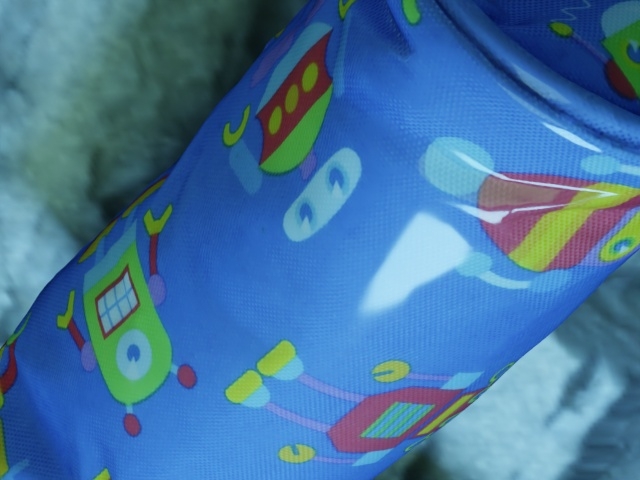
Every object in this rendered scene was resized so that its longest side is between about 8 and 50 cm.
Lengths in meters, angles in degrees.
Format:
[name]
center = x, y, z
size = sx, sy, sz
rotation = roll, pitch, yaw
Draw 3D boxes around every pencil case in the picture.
[pencil case]
center = 0.000, 0.000, 0.591
size = 0.306, 0.119, 0.133
rotation = -47, 61, 42
